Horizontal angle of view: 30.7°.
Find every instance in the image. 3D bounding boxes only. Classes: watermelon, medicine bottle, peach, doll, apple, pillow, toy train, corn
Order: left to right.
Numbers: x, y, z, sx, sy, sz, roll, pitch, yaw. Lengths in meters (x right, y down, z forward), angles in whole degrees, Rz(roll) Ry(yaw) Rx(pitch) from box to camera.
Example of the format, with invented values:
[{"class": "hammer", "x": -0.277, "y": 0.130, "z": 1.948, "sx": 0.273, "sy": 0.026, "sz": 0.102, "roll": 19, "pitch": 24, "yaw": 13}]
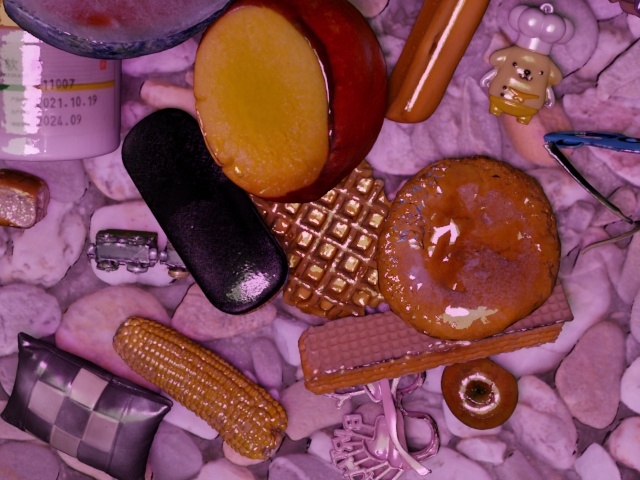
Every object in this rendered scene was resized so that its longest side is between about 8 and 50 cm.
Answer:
[{"class": "medicine bottle", "x": -0.381, "y": -0.235, "z": 1.547, "sx": 0.237, "sy": 0.238, "sz": 0.232, "roll": 4, "pitch": 103, "yaw": 6}, {"class": "pillow", "x": -0.349, "y": 0.249, "z": 1.720, "sx": 0.250, "sy": 0.106, "sz": 0.186, "roll": 26, "pitch": 124, "yaw": 3}, {"class": "watermelon", "x": -0.242, "y": -0.323, "z": 1.424, "sx": 0.318, "sy": 0.148, "sz": 0.226, "roll": -17, "pitch": 85, "yaw": -22}, {"class": "toy train", "x": -0.230, "y": 0.018, "z": 1.673, "sx": 0.202, "sy": 0.081, "sz": 0.060, "roll": 4, "pitch": 104, "yaw": -1}, {"class": "corn", "x": -0.177, "y": 0.210, "z": 1.701, "sx": 0.291, "sy": 0.101, "sz": 0.101, "roll": 34, "pitch": 104, "yaw": 2}, {"class": "peach", "x": -0.027, "y": -0.186, "z": 1.516, "sx": 0.245, "sy": 0.248, "sz": 0.275, "roll": -9, "pitch": 92, "yaw": -29}, {"class": "apple", "x": 0.223, "y": 0.214, "z": 1.653, "sx": 0.114, "sy": 0.102, "sz": 0.099, "roll": 31, "pitch": 92, "yaw": 7}, {"class": "doll", "x": 0.277, "y": -0.239, "z": 1.560, "sx": 0.106, "sy": 0.062, "sz": 0.162, "roll": 17, "pitch": 103, "yaw": -2}]

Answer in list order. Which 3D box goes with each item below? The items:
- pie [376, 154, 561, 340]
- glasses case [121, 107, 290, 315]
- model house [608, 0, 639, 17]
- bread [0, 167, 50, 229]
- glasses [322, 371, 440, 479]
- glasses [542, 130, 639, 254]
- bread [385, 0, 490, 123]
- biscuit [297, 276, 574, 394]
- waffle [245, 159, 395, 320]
[{"class": "pie", "x": 0.201, "y": 0.009, "z": 1.585, "sx": 0.273, "sy": 0.069, "sz": 0.273, "roll": 1, "pitch": 76, "yaw": -3}, {"class": "glasses case", "x": -0.160, "y": -0.043, "z": 1.601, "sx": 0.122, "sy": 0.082, "sz": 0.321, "roll": -36, "pitch": 72, "yaw": 5}, {"class": "model house", "x": 0.381, "y": -0.375, "z": 1.390, "sx": 0.280, "sy": 0.312, "sz": 0.245, "roll": 21, "pitch": 102, "yaw": 4}, {"class": "bread", "x": -0.432, "y": -0.060, "z": 1.675, "sx": 0.070, "sy": 0.083, "sz": 0.077, "roll": 6, "pitch": 103, "yaw": 2}, {"class": "glasses", "x": 0.079, "y": 0.261, "z": 1.684, "sx": 0.162, "sy": 0.095, "sz": 0.255, "roll": -10, "pitch": 99, "yaw": 14}, {"class": "glasses", "x": 0.414, "y": -0.073, "z": 1.571, "sx": 0.239, "sy": 0.102, "sz": 0.207, "roll": 12, "pitch": 139, "yaw": 19}, {"class": "bread", "x": 0.158, "y": -0.264, "z": 1.557, "sx": 0.074, "sy": 0.092, "sz": 0.239, "roll": 16, "pitch": 108, "yaw": -32}, {"class": "biscuit", "x": 0.155, "y": 0.129, "z": 1.623, "sx": 0.378, "sy": 0.094, "sz": 0.054, "roll": -13, "pitch": 141, "yaw": 3}, {"class": "waffle", "x": 0.000, "y": 0.000, "z": 1.651, "sx": 0.249, "sy": 0.056, "sz": 0.253, "roll": -3, "pitch": 104, "yaw": 8}]
